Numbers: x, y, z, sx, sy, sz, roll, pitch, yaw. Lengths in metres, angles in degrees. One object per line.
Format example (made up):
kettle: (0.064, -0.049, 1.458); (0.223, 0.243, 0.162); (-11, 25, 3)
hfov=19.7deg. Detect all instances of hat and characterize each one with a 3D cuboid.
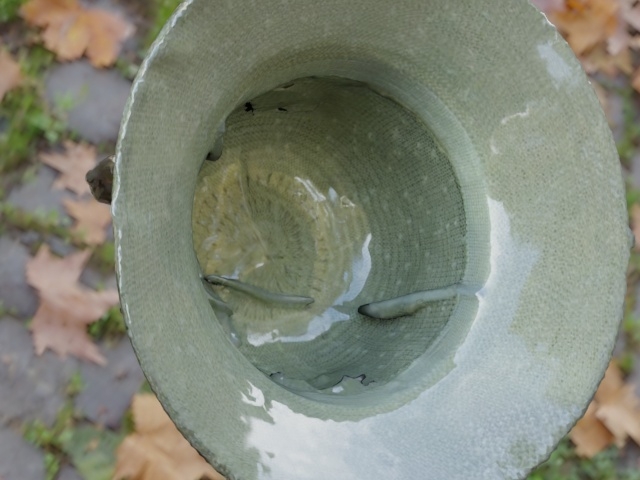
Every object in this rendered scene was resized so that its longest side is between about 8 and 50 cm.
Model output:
hat: (0.000, 0.000, 0.823); (0.257, 0.130, 0.257); (4, 81, -28)
